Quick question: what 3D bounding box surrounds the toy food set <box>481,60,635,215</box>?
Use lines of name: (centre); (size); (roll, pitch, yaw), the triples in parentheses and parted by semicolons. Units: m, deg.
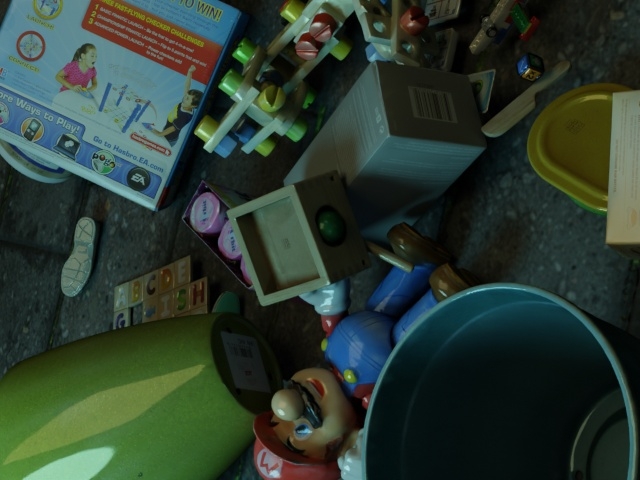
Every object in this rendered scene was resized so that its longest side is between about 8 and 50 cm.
toy food set: (0.282, -0.086, 1.217); (0.128, 0.071, 0.218); (-45, 47, -5)

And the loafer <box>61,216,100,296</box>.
loafer: (-0.361, 0.025, 1.866); (0.045, 0.039, 0.125); (16, 94, 14)

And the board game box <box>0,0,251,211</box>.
board game box: (-0.298, -0.242, 1.709); (0.308, 0.086, 0.302); (26, 99, 4)

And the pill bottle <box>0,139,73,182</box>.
pill bottle: (-0.376, -0.224, 1.865); (0.264, 0.153, 0.153); (-45, 50, 28)

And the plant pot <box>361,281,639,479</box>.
plant pot: (0.219, 0.194, 1.051); (0.271, 0.255, 0.272); (-17, 66, 42)

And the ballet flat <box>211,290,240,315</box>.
ballet flat: (-0.129, 0.124, 1.593); (0.041, 0.041, 0.114); (-10, 70, 44)

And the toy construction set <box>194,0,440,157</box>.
toy construction set: (-0.003, -0.231, 1.465); (0.327, 0.151, 0.215); (-23, 30, 39)

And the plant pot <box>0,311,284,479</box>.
plant pot: (-0.200, 0.207, 1.480); (0.293, 0.274, 0.275); (-30, 58, 26)

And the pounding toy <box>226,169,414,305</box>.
pounding toy: (0.000, 0.000, 1.289); (0.141, 0.100, 0.130); (-20, 91, 44)

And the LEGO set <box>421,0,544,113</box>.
LEGO set: (0.184, -0.214, 1.357); (0.244, 0.060, 0.182); (-2, 74, 64)

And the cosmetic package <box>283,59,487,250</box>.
cosmetic package: (0.064, -0.083, 1.344); (0.238, 0.127, 0.107); (-45, 48, 50)

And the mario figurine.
mario figurine: (0.027, 0.136, 1.323); (0.320, 0.170, 0.198); (-54, 12, 10)

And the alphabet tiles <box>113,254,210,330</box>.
alphabet tiles: (-0.225, 0.134, 1.694); (0.237, 0.009, 0.198); (-21, 63, 46)

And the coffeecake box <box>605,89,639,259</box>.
coffeecake box: (0.350, -0.060, 1.057); (0.185, 0.068, 0.142); (-2, 76, 31)

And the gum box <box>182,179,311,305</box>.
gum box: (-0.077, 0.005, 1.521); (0.188, 0.107, 0.062); (43, 109, 44)
